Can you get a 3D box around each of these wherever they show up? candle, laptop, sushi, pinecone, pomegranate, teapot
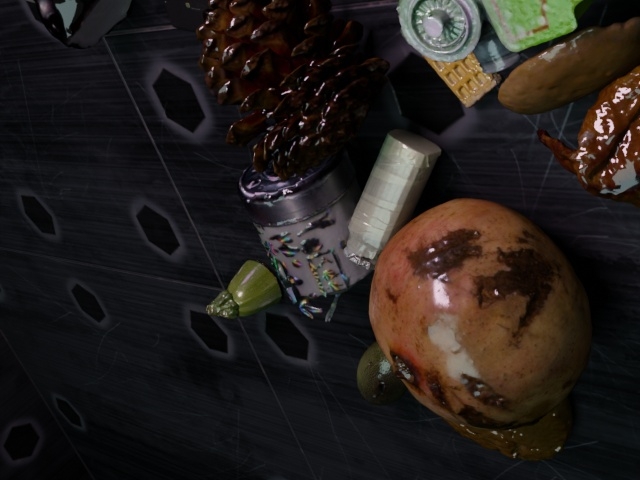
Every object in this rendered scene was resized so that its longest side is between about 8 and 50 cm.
[{"bbox_3d":[0.000,0.000,1.539,0.187,0.187,0.330,8,131,43],"label":"candle"},{"bbox_3d":[-0.182,-0.377,1.508,0.197,0.016,0.135,19,138,36],"label":"laptop"},{"bbox_3d":[0.386,-0.114,1.028,0.296,0.179,0.167,-28,80,27],"label":"sushi"},{"bbox_3d":[-0.054,-0.234,1.327,0.292,0.246,0.246,53,149,22],"label":"pinecone"},{"bbox_3d":[0.216,0.105,1.331,0.322,0.322,0.322,29,142,26],"label":"pomegranate"},{"bbox_3d":[0.105,-0.059,1.410,0.077,0.107,0.200,32,115,20],"label":"teapot"}]

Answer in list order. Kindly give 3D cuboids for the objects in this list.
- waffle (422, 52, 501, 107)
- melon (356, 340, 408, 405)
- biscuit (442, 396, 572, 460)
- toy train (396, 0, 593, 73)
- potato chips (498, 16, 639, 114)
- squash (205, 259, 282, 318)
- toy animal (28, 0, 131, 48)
[{"bbox_3d":[0.175,-0.242,1.247,0.135,0.021,0.092,48,146,-1],"label":"waffle"},{"bbox_3d":[0.117,0.228,1.713,0.099,0.099,0.162,35,139,18],"label":"melon"},{"bbox_3d":[0.278,0.252,1.581,0.295,0.075,0.296,29,142,25],"label":"biscuit"},{"bbox_3d":[0.178,-0.342,1.026,0.248,0.173,0.307,-13,113,43],"label":"toy train"},{"bbox_3d":[0.288,-0.185,1.074,0.201,0.150,0.049,-29,75,41],"label":"potato chips"},{"bbox_3d":[-0.152,0.113,1.861,0.105,0.132,0.105,30,142,27],"label":"squash"},{"bbox_3d":[-0.424,-0.443,1.576,0.235,0.165,0.187,47,144,4],"label":"toy animal"}]
